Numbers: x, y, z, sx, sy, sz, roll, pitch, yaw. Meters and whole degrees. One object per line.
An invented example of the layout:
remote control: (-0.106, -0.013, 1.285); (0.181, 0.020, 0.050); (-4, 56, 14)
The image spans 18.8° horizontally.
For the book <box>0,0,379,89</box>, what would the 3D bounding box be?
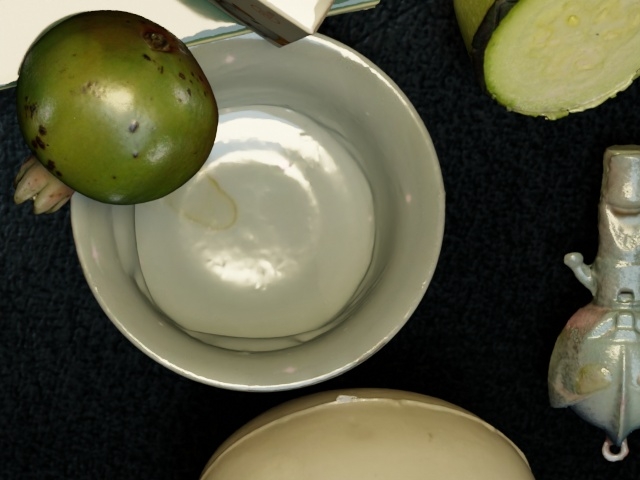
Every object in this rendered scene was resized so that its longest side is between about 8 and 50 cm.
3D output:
book: (-0.153, -0.302, 1.762); (0.379, 0.031, 0.264); (-13, 95, -9)

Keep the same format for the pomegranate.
pomegranate: (-0.194, -0.098, 1.690); (0.180, 0.180, 0.209); (33, 113, -24)

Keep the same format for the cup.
cup: (-0.064, -0.022, 1.849); (0.347, 0.163, 0.347); (1, 81, -6)

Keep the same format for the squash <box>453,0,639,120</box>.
squash: (0.235, -0.229, 1.919); (0.220, 0.133, 0.220); (-12, 131, -14)

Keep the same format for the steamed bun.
steamed bun: (0.046, 0.311, 1.977); (0.374, 0.334, 0.334); (3, 112, -10)

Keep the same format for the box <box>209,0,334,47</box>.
box: (-0.124, -0.317, 1.635); (0.341, 0.225, 0.143); (34, 87, -9)

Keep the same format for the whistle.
whistle: (0.321, 0.072, 2.051); (0.142, 0.134, 0.346); (7, 105, 26)
